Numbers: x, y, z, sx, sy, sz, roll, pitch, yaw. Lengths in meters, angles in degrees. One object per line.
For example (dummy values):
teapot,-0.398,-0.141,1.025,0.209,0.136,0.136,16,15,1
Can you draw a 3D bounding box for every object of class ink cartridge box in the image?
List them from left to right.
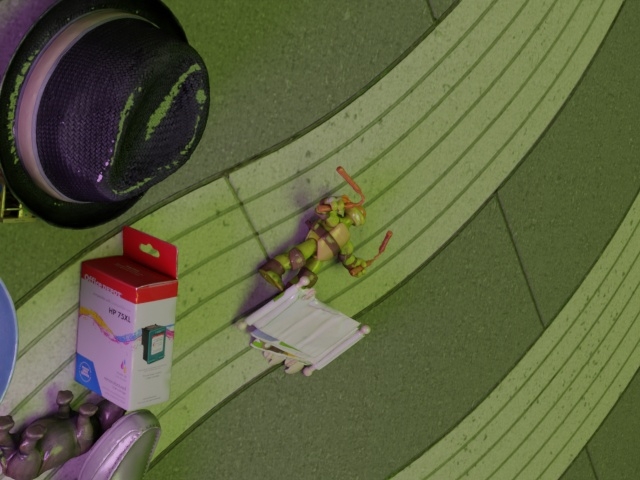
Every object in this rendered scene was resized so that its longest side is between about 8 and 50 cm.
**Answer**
ink cartridge box,-0.274,0.107,1.940,0.078,0.134,0.231,-10,112,-44

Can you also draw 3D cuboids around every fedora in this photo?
fedora,-0.253,-0.163,1.767,0.334,0.152,0.334,-17,115,-42

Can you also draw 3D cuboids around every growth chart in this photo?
growth chart,-0.029,0.148,2.239,0.172,0.021,0.237,-32,142,17

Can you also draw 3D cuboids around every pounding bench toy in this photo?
pounding bench toy,-0.415,-0.060,1.785,0.083,0.052,0.065,-5,109,-46

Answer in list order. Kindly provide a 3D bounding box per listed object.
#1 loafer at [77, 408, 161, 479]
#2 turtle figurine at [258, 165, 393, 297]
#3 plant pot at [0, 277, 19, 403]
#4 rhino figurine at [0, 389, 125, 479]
loafer,-0.304,0.391,1.987,0.112,0.111,0.319,0,121,-56
turtle figurine,0.000,0.000,2.222,0.217,0.087,0.269,-44,149,-13
plant pot,-0.533,0.116,1.621,0.290,0.195,0.290,-20,120,-40
rhino figurine,-0.356,0.270,1.961,0.243,0.073,0.106,-19,135,-43
